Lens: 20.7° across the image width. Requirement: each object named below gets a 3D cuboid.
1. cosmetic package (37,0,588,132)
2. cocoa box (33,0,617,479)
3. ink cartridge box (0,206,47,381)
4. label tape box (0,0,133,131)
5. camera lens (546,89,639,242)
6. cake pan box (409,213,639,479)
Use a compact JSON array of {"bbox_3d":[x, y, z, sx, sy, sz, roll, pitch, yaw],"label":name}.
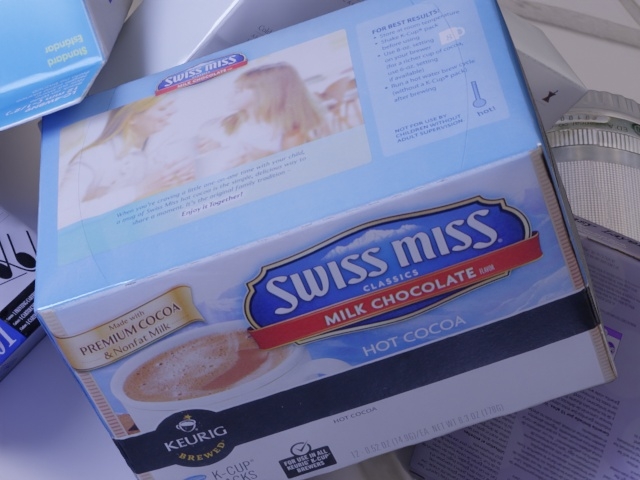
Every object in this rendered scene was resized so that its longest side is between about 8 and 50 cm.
[{"bbox_3d":[0.003,-0.110,1.437,0.377,0.284,0.097,22,31,-46],"label":"cosmetic package"},{"bbox_3d":[0.000,0.000,1.231,0.231,0.347,0.228,-99,168,-49],"label":"cocoa box"},{"bbox_3d":[-0.252,0.053,1.256,0.097,0.046,0.207,35,30,2],"label":"ink cartridge box"},{"bbox_3d":[-0.276,-0.190,1.360,0.348,0.249,0.115,-78,147,-59],"label":"label tape box"},{"bbox_3d":[0.233,0.028,1.571,0.219,0.219,0.274,23,45,-21],"label":"camera lens"},{"bbox_3d":[0.208,0.118,1.365,0.266,0.246,0.070,24,15,34],"label":"cake pan box"}]
